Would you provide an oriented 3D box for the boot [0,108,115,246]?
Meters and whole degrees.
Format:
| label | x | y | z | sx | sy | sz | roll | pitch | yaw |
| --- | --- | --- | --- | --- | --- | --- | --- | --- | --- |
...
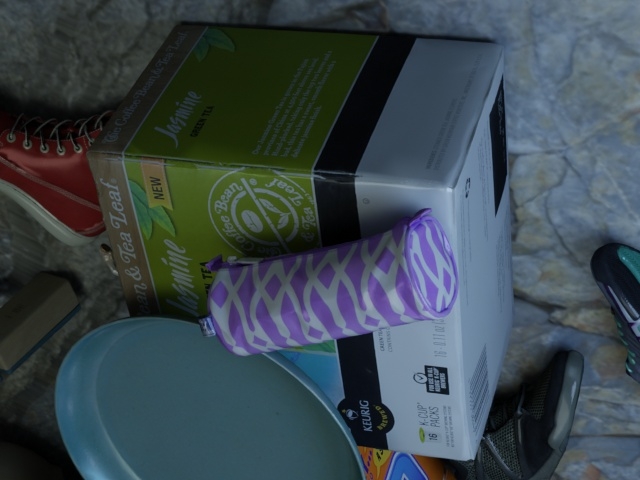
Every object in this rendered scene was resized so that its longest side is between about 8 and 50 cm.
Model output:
| label | x | y | z | sx | sy | sz | roll | pitch | yaw |
| --- | --- | --- | --- | --- | --- | --- | --- | --- | --- |
| boot | -0.277 | -0.111 | 1.377 | 0.244 | 0.088 | 0.176 | 36 | 133 | -22 |

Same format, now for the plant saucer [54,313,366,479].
| label | x | y | z | sx | sy | sz | roll | pitch | yaw |
| --- | --- | --- | --- | --- | --- | --- | --- | --- | --- |
| plant saucer | -0.099 | 0.188 | 1.271 | 0.318 | 0.043 | 0.317 | 13 | 128 | 17 |

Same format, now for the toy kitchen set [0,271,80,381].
| label | x | y | z | sx | sy | sz | roll | pitch | yaw |
| --- | --- | --- | --- | --- | --- | --- | --- | --- | --- |
| toy kitchen set | -0.373 | 0.125 | 1.624 | 0.207 | 0.122 | 0.166 | 14 | 137 | 38 |

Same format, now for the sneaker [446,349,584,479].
| label | x | y | z | sx | sy | sz | roll | pitch | yaw |
| --- | --- | --- | --- | --- | --- | --- | --- | --- | --- |
| sneaker | 0.198 | 0.193 | 1.449 | 0.130 | 0.087 | 0.227 | 21 | 133 | 5 |

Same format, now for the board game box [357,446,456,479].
| label | x | y | z | sx | sy | sz | roll | pitch | yaw |
| --- | --- | --- | --- | --- | --- | --- | --- | --- | --- |
| board game box | -0.036 | 0.426 | 1.529 | 0.356 | 0.356 | 0.356 | -16 | 130 | 31 |

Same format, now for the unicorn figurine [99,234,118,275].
| label | x | y | z | sx | sy | sz | roll | pitch | yaw |
| --- | --- | --- | --- | --- | --- | --- | --- | --- | --- |
| unicorn figurine | -0.176 | 0.020 | 1.465 | 0.111 | 0.060 | 0.162 | 43 | 132 | -16 |

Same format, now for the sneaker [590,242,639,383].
| label | x | y | z | sx | sy | sz | roll | pitch | yaw |
| --- | --- | --- | --- | --- | --- | --- | --- | --- | --- |
| sneaker | 0.313 | 0.098 | 1.326 | 0.224 | 0.083 | 0.098 | 45 | 136 | -20 |

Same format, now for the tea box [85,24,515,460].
| label | x | y | z | sx | sy | sz | roll | pitch | yaw |
| --- | --- | --- | --- | --- | --- | --- | --- | --- | --- |
| tea box | 0.000 | 0.000 | 1.266 | 0.323 | 0.220 | 0.329 | 6 | 131 | 18 |

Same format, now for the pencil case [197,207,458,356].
| label | x | y | z | sx | sy | sz | roll | pitch | yaw |
| --- | --- | --- | --- | --- | --- | --- | --- | --- | --- |
| pencil case | 0.007 | 0.036 | 1.090 | 0.206 | 0.086 | 0.088 | -12 | 97 | 27 |

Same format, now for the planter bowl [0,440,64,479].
| label | x | y | z | sx | sy | sz | roll | pitch | yaw |
| --- | --- | --- | --- | --- | --- | --- | --- | --- | --- |
| planter bowl | -0.394 | 0.340 | 1.784 | 0.109 | 0.162 | 0.162 | 5 | 137 | -18 |
